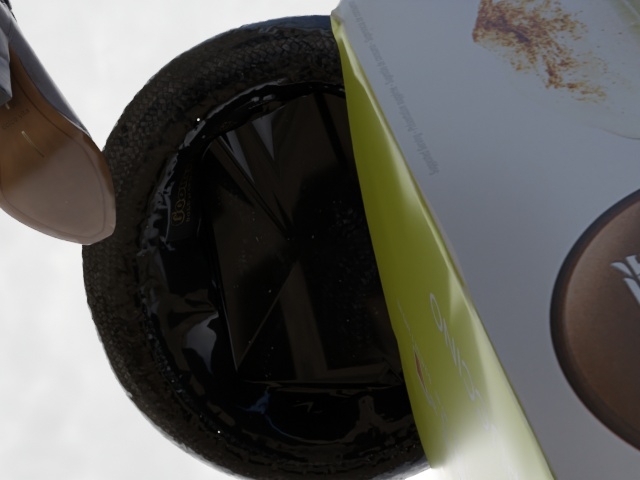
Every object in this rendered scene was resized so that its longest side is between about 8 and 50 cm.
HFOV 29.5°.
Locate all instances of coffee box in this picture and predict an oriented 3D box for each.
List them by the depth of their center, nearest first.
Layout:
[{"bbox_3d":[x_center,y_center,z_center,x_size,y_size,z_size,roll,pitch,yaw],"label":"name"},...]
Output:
[{"bbox_3d":[0.222,0.069,0.539,0.338,0.334,0.338,-109,-176,-48],"label":"coffee box"}]

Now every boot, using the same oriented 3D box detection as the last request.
[{"bbox_3d":[-0.114,-0.060,0.435,0.042,0.118,0.087,-26,-127,0],"label":"boot"}]

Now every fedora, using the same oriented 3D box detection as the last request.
[{"bbox_3d":[0.000,0.000,0.825,0.333,0.152,0.334,0,-66,0],"label":"fedora"}]
